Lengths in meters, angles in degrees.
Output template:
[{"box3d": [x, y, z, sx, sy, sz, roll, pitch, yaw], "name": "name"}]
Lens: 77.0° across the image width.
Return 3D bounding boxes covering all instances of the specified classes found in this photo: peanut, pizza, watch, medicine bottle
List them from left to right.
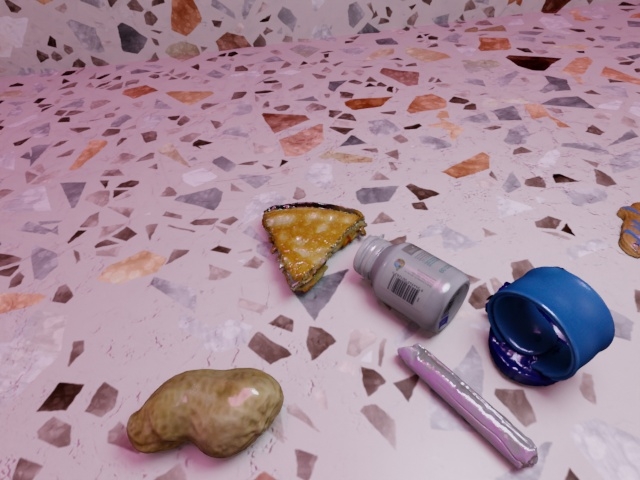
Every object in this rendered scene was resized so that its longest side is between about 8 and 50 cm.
[{"box3d": [-0.187, 0.280, 0.662, 0.253, 0.122, 0.137, -3, 53, 6], "name": "peanut"}, {"box3d": [0.000, 0.000, 0.959, 0.251, 0.074, 0.287, -14, 46, -8], "name": "pizza"}, {"box3d": [0.176, 0.077, 0.819, 0.215, 0.135, 0.135, 33, 56, 32], "name": "medicine bottle"}, {"box3d": [0.379, 0.138, 0.695, 0.171, 0.200, 0.196, -36, 55, -23], "name": "watch"}]

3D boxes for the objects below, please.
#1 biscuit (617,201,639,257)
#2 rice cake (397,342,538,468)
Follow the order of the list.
[{"box3d": [0.808, -0.036, 0.945, 0.280, 0.043, 0.183, -28, 52, -17], "name": "biscuit"}, {"box3d": [0.238, 0.266, 0.680, 0.049, 0.055, 0.270, -35, 53, -21], "name": "rice cake"}]
